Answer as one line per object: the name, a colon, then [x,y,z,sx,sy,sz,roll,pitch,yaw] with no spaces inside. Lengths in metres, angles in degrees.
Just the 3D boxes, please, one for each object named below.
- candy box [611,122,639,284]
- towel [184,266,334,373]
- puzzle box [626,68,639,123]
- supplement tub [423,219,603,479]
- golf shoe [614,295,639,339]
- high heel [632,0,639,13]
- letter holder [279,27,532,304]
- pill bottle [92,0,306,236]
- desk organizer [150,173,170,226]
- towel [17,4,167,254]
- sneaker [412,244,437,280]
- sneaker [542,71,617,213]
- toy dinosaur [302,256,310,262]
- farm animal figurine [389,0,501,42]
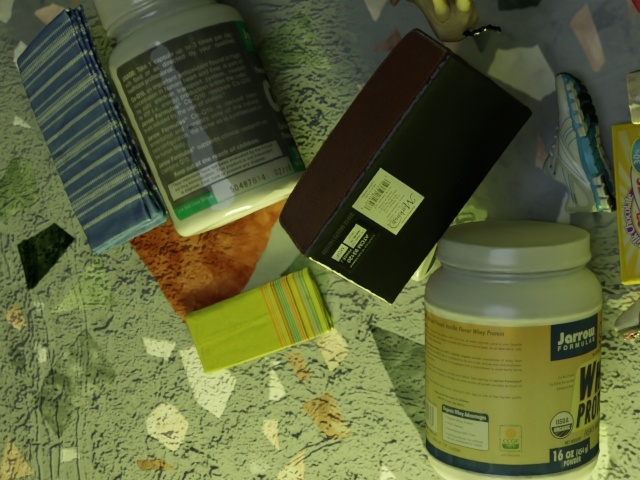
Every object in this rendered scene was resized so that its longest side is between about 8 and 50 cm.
candy box: [0.425,-0.050,1.553,0.105,0.027,0.206,-7,80,29]
towel: [-0.095,0.123,1.869,0.237,0.021,0.102,-21,86,28]
puzzle box: [0.499,-0.181,1.311,0.272,0.409,0.052,-3,100,26]
supplement tub: [0.248,0.143,1.595,0.228,0.228,0.316,4,103,24]
golf shoe: [0.447,0.056,1.580,0.186,0.067,0.086,-40,68,19]
high heel: [0.466,-0.378,1.371,0.377,0.127,0.181,171,90,-69]
letter holder: [0.085,-0.113,1.583,0.152,0.214,0.302,30,101,-31]
pill bottle: [-0.173,-0.204,1.731,0.204,0.204,0.361,-22,91,27]
desk organizer: [-0.232,-0.081,1.873,0.050,0.047,0.130,47,115,12]
towel: [-0.345,-0.156,1.838,0.243,0.040,0.336,-23,89,55]
sneaker: [0.125,-0.061,1.693,0.121,0.079,0.217,28,111,18]
sneaker: [0.321,-0.121,1.598,0.083,0.071,0.191,-13,95,32]
toy dinosaur: [0.000,0.000,1.787,0.082,0.047,0.090,40,105,-7]
farm animal figurine: [0.137,-0.409,1.546,0.327,0.172,0.330,21,71,21]
